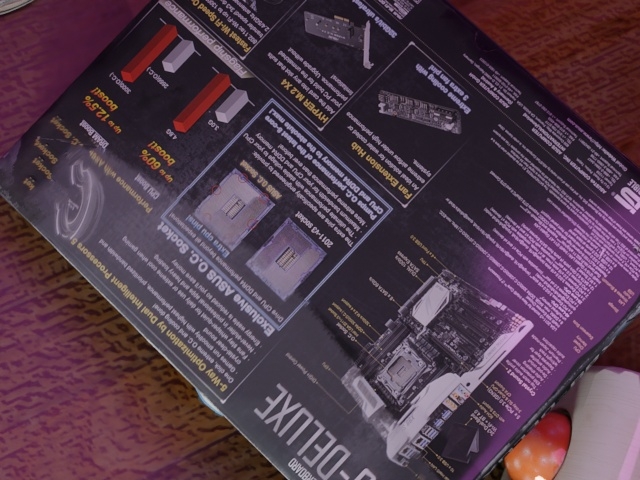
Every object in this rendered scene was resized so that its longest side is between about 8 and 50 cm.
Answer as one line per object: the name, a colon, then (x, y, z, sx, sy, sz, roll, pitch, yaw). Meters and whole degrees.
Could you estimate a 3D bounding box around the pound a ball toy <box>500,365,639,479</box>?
pound a ball toy: (0.162, 0.190, 0.746, 0.136, 0.208, 0.319, 26, 76, -14)

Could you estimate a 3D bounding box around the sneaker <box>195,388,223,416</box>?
sneaker: (0.000, 0.000, 0.783, 0.085, 0.086, 0.237, 37, 74, -12)

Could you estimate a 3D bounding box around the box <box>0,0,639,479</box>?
box: (0.012, -0.015, 0.714, 0.307, 0.076, 0.242, 42, 89, 10)

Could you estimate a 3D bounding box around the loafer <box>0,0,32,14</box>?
loafer: (-0.159, -0.182, 0.777, 0.125, 0.039, 0.045, -42, 97, -19)
